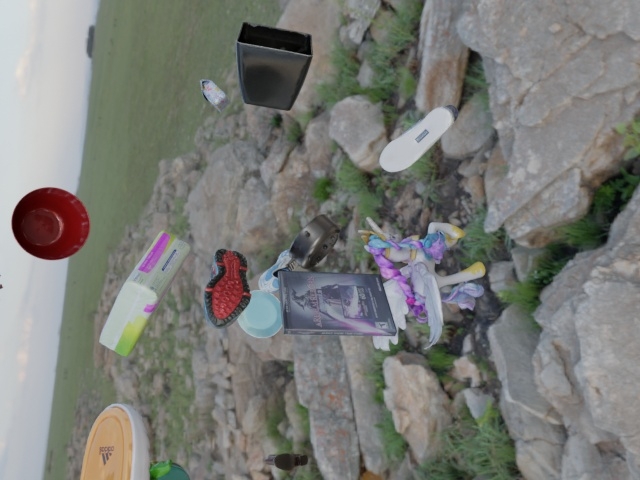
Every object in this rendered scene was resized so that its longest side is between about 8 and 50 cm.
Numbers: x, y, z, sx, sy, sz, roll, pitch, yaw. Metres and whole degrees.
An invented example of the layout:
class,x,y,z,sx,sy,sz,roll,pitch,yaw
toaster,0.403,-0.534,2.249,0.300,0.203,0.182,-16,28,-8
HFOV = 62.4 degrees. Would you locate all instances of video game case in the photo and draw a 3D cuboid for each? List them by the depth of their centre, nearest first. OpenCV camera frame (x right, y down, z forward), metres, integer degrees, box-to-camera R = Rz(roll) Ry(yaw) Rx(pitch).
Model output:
class,x,y,z,sx,sy,sz,roll,pitch,yaw
video game case,0.037,0.154,1.313,0.196,0.274,0.026,-101,19,-48

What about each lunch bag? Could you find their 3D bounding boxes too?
class,x,y,z,sx,sy,sz,roll,pitch,yaw
lunch bag,-0.306,-0.416,1.508,0.053,0.083,0.071,-42,-3,-1

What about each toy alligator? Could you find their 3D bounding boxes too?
class,x,y,z,sx,sy,sz,roll,pitch,yaw
toy alligator,-0.330,0.430,0.910,0.190,0.051,0.056,-46,13,14

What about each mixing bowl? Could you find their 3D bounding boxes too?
class,x,y,z,sx,sy,sz,roll,pitch,yaw
mixing bowl,-0.689,-0.037,1.332,0.098,0.181,0.181,-7,77,48

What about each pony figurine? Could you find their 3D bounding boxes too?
class,x,y,z,sx,sy,sz,roll,pitch,yaw
pony figurine,0.270,0.107,1.412,0.303,0.363,0.351,-25,70,56

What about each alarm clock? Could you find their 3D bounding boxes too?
class,x,y,z,sx,sy,sz,roll,pitch,yaw
alarm clock,0.000,0.000,1.234,0.064,0.192,0.129,39,122,13

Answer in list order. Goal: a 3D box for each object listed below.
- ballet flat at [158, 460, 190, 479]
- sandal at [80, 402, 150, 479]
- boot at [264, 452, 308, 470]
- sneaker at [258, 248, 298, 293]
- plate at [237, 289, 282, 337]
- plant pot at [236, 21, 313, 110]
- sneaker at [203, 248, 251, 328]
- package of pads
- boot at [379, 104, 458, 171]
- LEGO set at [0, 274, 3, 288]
class,x,y,z,sx,sy,sz,roll,pitch,yaw
ballet flat,-0.391,0.525,1.117,0.316,0.106,0.107,53,-146,-64
sandal,-0.181,0.253,0.373,0.102,0.076,0.265,-23,62,36
boot,-0.103,0.521,1.250,0.114,0.106,0.037,-17,61,42
sneaker,-0.112,0.096,1.687,0.086,0.237,0.085,-9,112,27
plate,-0.225,0.275,1.992,0.024,0.188,0.188,-47,-30,-76
plant pot,-0.128,-0.449,1.386,0.188,0.187,0.167,-93,13,-52
sneaker,-0.221,0.134,1.241,0.262,0.104,0.125,-93,20,-60
package of pads,-0.471,0.138,1.422,0.296,0.101,0.229,-52,13,36
boot,0.216,-0.218,1.142,0.190,0.086,0.069,-35,90,33
LEGO set,-0.987,0.071,1.414,0.331,0.192,0.255,3,111,50
